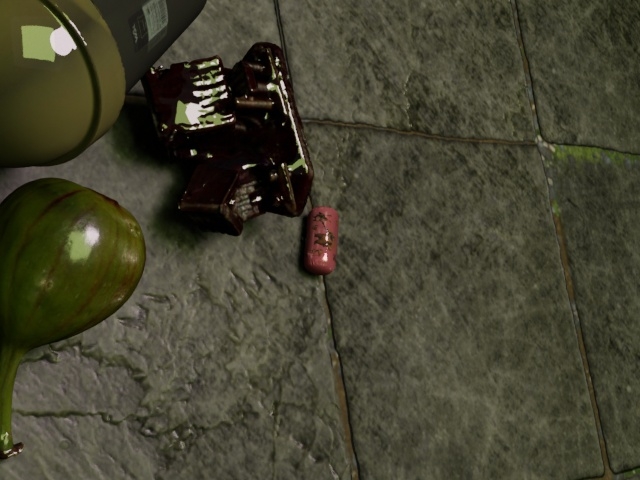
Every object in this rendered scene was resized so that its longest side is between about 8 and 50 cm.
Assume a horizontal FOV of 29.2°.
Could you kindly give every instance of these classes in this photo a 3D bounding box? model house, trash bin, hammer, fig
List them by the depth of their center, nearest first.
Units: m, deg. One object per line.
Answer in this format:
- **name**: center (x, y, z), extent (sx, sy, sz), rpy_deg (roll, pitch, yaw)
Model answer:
- **fig**: center (-0.273, 0.065, 1.154), extent (0.151, 0.151, 0.259), rpy_deg (33, 82, -31)
- **trash bin**: center (-0.258, -0.205, 1.177), extent (0.214, 0.214, 0.334), rpy_deg (50, 42, -18)
- **model house**: center (-0.101, -0.108, 1.332), extent (0.164, 0.141, 0.203), rpy_deg (-10, 77, -65)
- **hammer**: center (0.000, 0.000, 1.464), extent (0.043, 0.043, 0.083), rpy_deg (22, 63, -36)
